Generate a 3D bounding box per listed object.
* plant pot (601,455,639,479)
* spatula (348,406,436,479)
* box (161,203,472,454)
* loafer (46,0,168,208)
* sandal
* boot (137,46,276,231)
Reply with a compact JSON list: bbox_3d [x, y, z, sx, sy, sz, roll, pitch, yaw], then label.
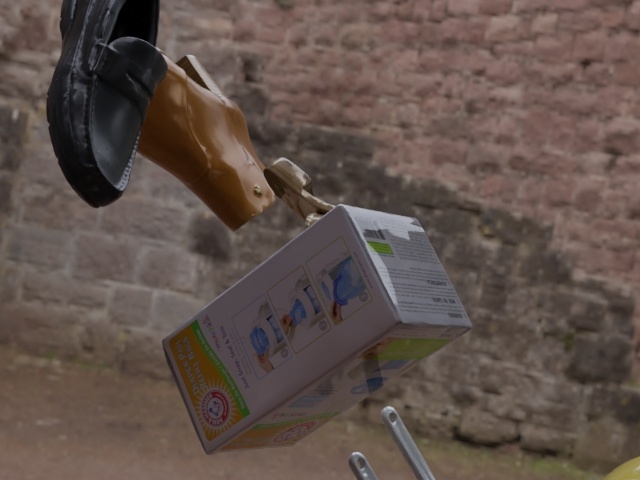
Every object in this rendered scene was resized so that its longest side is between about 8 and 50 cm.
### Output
[{"bbox_3d":[0.320,0.362,1.141,0.254,0.254,0.239,10,23,35],"label":"plant pot"},{"bbox_3d":[0.082,0.268,0.974,0.019,0.242,0.168,-29,3,45],"label":"spatula"},{"bbox_3d":[-0.006,0.073,0.932,0.203,0.103,0.114,-37,-24,26],"label":"box"},{"bbox_3d":[-0.157,-0.126,0.911,0.078,0.223,0.076,-16,-37,17],"label":"loafer"},{"bbox_3d":[0.002,0.004,1.248,0.240,0.079,0.088,40,-19,36],"label":"sandal"},{"bbox_3d":[-0.149,-0.102,1.328,0.104,0.211,0.295,-35,-4,24],"label":"boot"}]
